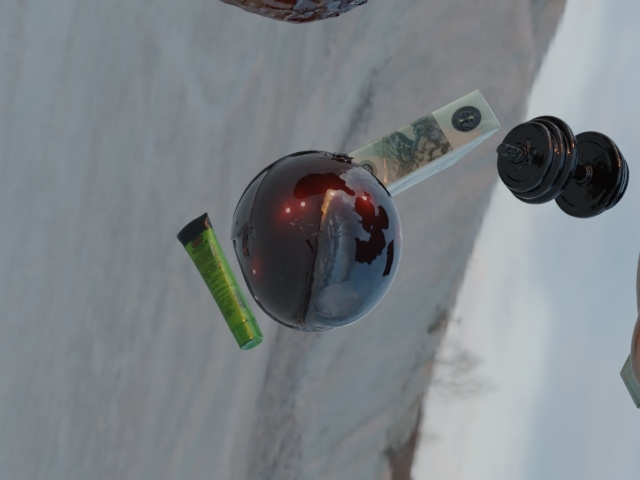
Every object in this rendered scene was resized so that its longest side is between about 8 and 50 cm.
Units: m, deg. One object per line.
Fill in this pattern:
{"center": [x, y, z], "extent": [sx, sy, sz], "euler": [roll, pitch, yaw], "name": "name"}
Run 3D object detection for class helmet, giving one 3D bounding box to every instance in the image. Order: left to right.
{"center": [0.000, 0.000, 1.491], "extent": [0.193, 0.189, 0.216], "euler": [173, -76, -66], "name": "helmet"}

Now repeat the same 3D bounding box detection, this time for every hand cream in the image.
{"center": [-0.083, 0.035, 1.056], "extent": [0.023, 0.036, 0.122], "euler": [10, 46, -60], "name": "hand cream"}

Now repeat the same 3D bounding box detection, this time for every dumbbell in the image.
{"center": [0.266, -0.079, 1.380], "extent": [0.099, 0.208, 0.099], "euler": [-15, -111, 47], "name": "dumbbell"}

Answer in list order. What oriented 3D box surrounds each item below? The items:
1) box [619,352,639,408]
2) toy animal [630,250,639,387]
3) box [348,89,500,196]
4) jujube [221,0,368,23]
{"center": [0.485, 0.115, 1.644], "extent": [0.129, 0.086, 0.225], "euler": [-77, -168, -75], "name": "box"}
{"center": [0.415, 0.063, 1.277], "extent": [0.326, 0.237, 0.269], "euler": [-78, 173, -46], "name": "toy animal"}
{"center": [0.115, -0.114, 1.829], "extent": [0.069, 0.256, 0.164], "euler": [60, -26, 4], "name": "box"}
{"center": [-0.045, -0.326, 1.353], "extent": [0.197, 0.290, 0.197], "euler": [16, -71, 59], "name": "jujube"}
